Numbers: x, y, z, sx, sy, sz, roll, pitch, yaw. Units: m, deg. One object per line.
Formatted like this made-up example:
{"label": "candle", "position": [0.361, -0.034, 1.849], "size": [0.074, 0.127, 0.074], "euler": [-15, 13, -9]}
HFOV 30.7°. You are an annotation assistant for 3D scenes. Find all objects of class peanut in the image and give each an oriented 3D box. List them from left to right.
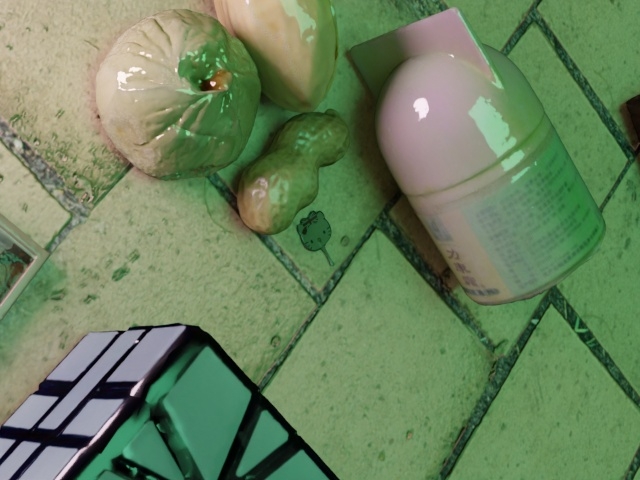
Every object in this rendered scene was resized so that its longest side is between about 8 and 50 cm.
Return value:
{"label": "peanut", "position": [-0.034, -0.102, 1.580], "size": [0.104, 0.085, 0.228], "euler": [53, 56, -30]}

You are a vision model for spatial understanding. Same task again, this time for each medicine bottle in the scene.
{"label": "medicine bottle", "position": [0.216, -0.132, 1.671], "size": [0.236, 0.236, 0.406], "euler": [-45, 110, -31]}

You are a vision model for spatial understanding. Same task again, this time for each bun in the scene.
{"label": "bun", "position": [-0.163, -0.185, 1.462], "size": [0.220, 0.134, 0.220], "euler": [2, 86, -31]}

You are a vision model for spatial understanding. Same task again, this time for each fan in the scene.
{"label": "fan", "position": [0.000, 0.000, 1.640], "size": [0.056, 0.004, 0.083], "euler": [-39, 107, -34]}

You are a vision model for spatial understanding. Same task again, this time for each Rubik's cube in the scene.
{"label": "Rubik's cube", "position": [-0.198, 0.285, 1.292], "size": [0.288, 0.283, 0.293], "euler": [50, 58, -22]}

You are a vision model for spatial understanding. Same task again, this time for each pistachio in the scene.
{"label": "pistachio", "position": [-0.052, -0.280, 1.556], "size": [0.157, 0.157, 0.229], "euler": [-33, 107, -34]}

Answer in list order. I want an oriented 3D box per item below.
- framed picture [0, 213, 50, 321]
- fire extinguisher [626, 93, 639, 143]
{"label": "framed picture", "position": [-0.448, 0.009, 1.306], "size": [0.250, 0.016, 0.184], "euler": [45, 62, -24]}
{"label": "fire extinguisher", "position": [0.655, -0.107, 2.072], "size": [0.138, 0.102, 0.344], "euler": [-29, 102, -37]}
